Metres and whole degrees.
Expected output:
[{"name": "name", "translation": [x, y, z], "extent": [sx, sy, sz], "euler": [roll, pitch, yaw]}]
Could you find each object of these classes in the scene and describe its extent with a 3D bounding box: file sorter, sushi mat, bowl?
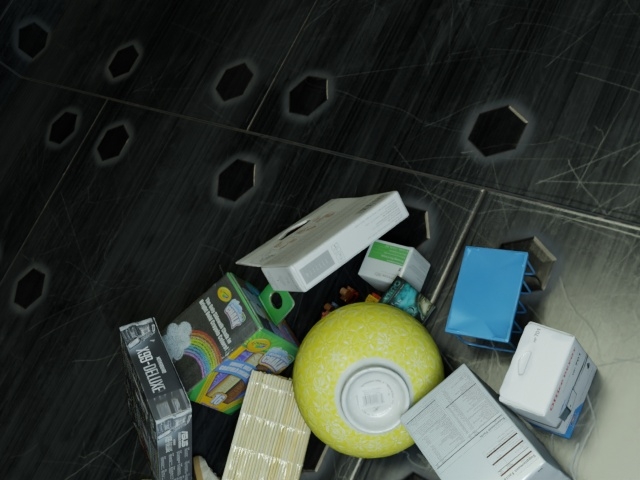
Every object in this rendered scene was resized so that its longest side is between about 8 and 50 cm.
[{"name": "file sorter", "translation": [0.323, 0.113, 1.318], "extent": [0.118, 0.104, 0.170], "euler": [6, 70, 33]}, {"name": "sushi mat", "translation": [-0.107, 0.429, 1.419], "extent": [0.152, 0.019, 0.316], "euler": [15, 72, -1]}, {"name": "bowl", "translation": [0.090, 0.263, 1.256], "extent": [0.290, 0.156, 0.289], "euler": [0, 93, 0]}]

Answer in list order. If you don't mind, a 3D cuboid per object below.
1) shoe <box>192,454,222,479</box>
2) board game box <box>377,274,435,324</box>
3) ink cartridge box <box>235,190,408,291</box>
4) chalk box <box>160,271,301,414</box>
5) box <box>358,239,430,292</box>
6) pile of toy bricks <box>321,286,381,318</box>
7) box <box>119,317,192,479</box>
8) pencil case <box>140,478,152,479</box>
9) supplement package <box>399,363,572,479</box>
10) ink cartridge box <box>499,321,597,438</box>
[{"name": "shoe", "translation": [-0.220, 0.542, 1.461], "extent": [0.058, 0.076, 0.219], "euler": [-6, 45, -23]}, {"name": "board game box", "translation": [0.136, 0.173, 1.385], "extent": [0.186, 0.126, 0.026], "euler": [-54, 41, -2]}, {"name": "ink cartridge box", "translation": [0.000, 0.000, 1.495], "extent": [0.296, 0.066, 0.261], "euler": [-35, 16, -26]}, {"name": "chalk box", "translation": [-0.171, 0.204, 1.522], "extent": [0.289, 0.179, 0.180], "euler": [-40, 52, 6]}, {"name": "box", "translation": [0.152, 0.060, 1.447], "extent": [0.101, 0.102, 0.087], "euler": [15, 76, 35]}, {"name": "pile of toy bricks", "translation": [0.030, 0.181, 1.457], "extent": [0.118, 0.105, 0.212], "euler": [30, 84, 37]}, {"name": "box", "translation": [-0.344, 0.353, 1.481], "extent": [0.077, 0.307, 0.242], "euler": [-15, 47, -24]}, {"name": "pencil case", "translation": [-0.442, 0.632, 1.508], "extent": [0.273, 0.113, 0.124], "euler": [-42, 43, 6]}, {"name": "supplement package", "translation": [0.274, 0.348, 1.167], "extent": [0.149, 0.194, 0.203], "euler": [-42, 49, 6]}, {"name": "ink cartridge box", "translation": [0.380, 0.234, 1.169], "extent": [0.082, 0.191, 0.139], "euler": [18, 77, 36]}]
